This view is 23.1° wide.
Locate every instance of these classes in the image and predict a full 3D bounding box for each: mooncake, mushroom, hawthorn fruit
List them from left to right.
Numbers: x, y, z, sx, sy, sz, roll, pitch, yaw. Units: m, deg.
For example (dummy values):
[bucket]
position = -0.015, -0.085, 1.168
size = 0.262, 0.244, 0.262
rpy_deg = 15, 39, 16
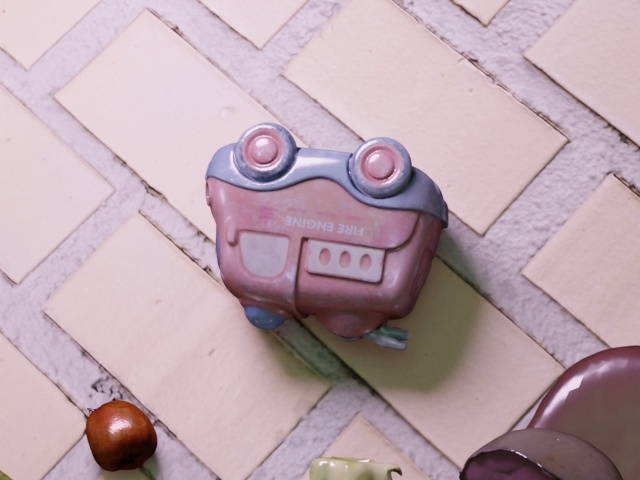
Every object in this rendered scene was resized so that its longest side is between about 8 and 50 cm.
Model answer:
[hawthorn fruit]
position = -0.241, 0.224, 1.857
size = 0.081, 0.081, 0.093
rpy_deg = -30, 55, -4
[mushroom]
position = 0.244, 0.260, 1.601
size = 0.117, 0.141, 0.188
rpy_deg = -34, 48, -27
[mooncake]
position = 0.361, 0.294, 1.706
size = 0.326, 0.174, 0.334
rpy_deg = 34, 85, 22

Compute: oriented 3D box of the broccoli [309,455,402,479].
[broccoli]
position = 0.028, 0.369, 1.644
size = 0.347, 0.293, 0.281
rpy_deg = 6, 86, -21

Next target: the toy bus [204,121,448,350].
[toy bus]
position = 0.000, 0.000, 1.857
size = 0.294, 0.197, 0.232
rpy_deg = 8, 81, 8

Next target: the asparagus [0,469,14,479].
[asparagus]
position = -0.352, 0.350, 1.810
size = 0.382, 0.108, 0.128
rpy_deg = 33, 76, 19
